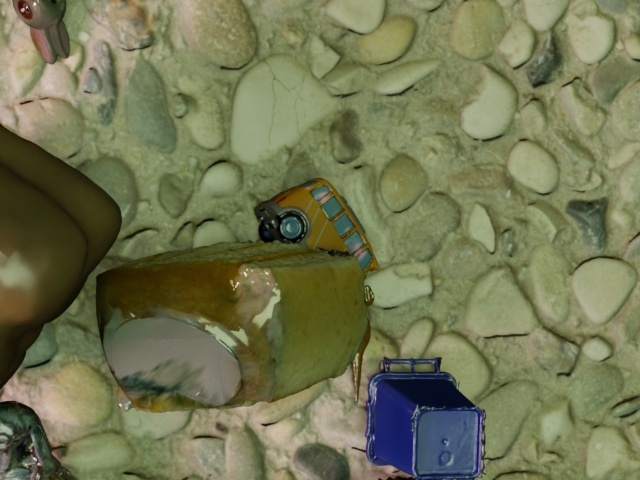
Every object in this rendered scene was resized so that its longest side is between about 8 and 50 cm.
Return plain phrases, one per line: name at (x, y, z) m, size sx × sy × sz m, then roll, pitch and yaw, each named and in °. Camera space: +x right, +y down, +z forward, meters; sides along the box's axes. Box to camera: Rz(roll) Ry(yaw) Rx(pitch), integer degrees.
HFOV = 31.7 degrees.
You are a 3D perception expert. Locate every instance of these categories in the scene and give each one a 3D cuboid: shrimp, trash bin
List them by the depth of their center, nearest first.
shrimp at (-0.420, 0.405, 1.706) m, size 0.137 × 0.172 × 0.372 m, roll -36°, pitch 122°, yaw -23°
trash bin at (0.171, 0.292, 1.815) m, size 0.162 × 0.234 × 0.184 m, roll 1°, pitch 92°, yaw -11°

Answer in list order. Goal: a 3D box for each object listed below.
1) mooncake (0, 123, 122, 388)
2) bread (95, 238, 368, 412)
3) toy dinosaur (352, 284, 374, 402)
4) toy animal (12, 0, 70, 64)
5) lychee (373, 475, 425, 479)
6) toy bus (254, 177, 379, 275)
mooncake at (-0.495, 0.069, 1.557) m, size 0.262 × 0.467 × 0.467 m, roll 38°, pitch 84°, yaw -8°
bread at (-0.140, 0.133, 1.669) m, size 0.395 × 0.264 × 0.239 m, roll -6°, pitch 98°, yaw 14°
toy dinosaur at (0.068, 0.170, 1.891) m, size 0.126 × 0.039 × 0.162 m, roll -34°, pitch 100°, yaw -10°
toy animal at (-0.431, -0.397, 1.729) m, size 0.138 × 0.108 × 0.236 m, roll -26°, pitch 98°, yaw -11°
lychee at (0.123, 0.518, 1.780) m, size 0.330 × 0.306 × 0.306 m, roll 6°, pitch 91°, yaw -19°
toy bus at (0.000, 0.000, 1.829) m, size 0.136 × 0.126 × 0.209 m, roll -36°, pitch 99°, yaw -17°
